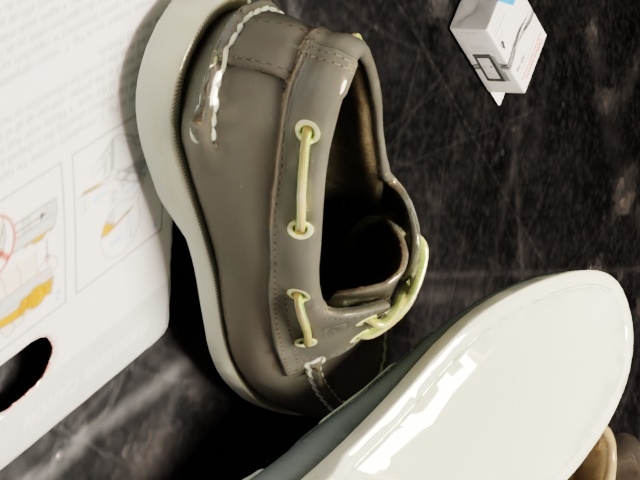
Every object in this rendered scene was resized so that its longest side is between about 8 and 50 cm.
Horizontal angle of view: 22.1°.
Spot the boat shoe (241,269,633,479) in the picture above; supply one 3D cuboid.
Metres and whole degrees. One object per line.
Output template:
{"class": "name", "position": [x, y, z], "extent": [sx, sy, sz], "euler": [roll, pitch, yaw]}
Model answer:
{"class": "boat shoe", "position": [0.039, 0.106, 0.847], "extent": [0.319, 0.099, 0.116], "euler": [-36, 116, -32]}

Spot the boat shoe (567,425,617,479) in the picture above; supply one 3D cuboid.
{"class": "boat shoe", "position": [0.112, 0.192, 0.908], "extent": [0.341, 0.110, 0.122], "euler": [-68, 148, -61]}

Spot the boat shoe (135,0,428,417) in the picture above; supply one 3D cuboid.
{"class": "boat shoe", "position": [-0.002, 0.004, 0.789], "extent": [0.109, 0.091, 0.305], "euler": [-62, 154, -28]}

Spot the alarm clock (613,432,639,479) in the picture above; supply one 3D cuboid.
{"class": "alarm clock", "position": [0.225, 0.215, 1.145], "extent": [0.192, 0.064, 0.129], "euler": [-100, 169, -46]}

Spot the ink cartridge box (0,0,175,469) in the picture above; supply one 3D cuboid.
{"class": "ink cartridge box", "position": [-0.174, -0.062, 0.611], "extent": [0.308, 0.091, 0.385], "euler": [-40, 143, -46]}

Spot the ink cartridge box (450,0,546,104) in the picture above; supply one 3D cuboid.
{"class": "ink cartridge box", "position": [0.117, -0.127, 1.038], "extent": [0.083, 0.028, 0.048], "euler": [50, 55, -47]}
